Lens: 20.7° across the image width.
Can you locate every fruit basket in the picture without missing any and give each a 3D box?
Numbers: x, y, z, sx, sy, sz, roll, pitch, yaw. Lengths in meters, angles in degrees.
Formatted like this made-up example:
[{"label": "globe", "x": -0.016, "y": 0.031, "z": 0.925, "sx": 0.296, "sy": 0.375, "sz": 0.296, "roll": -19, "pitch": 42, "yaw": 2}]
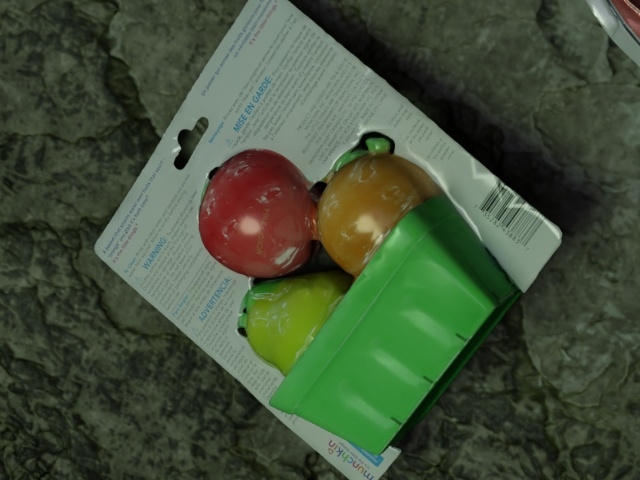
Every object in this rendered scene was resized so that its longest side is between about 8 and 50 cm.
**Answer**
[{"label": "fruit basket", "x": 0.000, "y": 0.000, "z": 1.570, "sx": 0.353, "sy": 0.165, "sz": 0.327, "roll": 43, "pitch": 117, "yaw": 17}]

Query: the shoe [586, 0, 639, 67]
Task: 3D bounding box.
[{"label": "shoe", "x": 0.292, "y": -0.175, "z": 1.438, "sx": 0.081, "sy": 0.063, "sz": 0.178, "roll": -38, "pitch": 99, "yaw": 24}]
